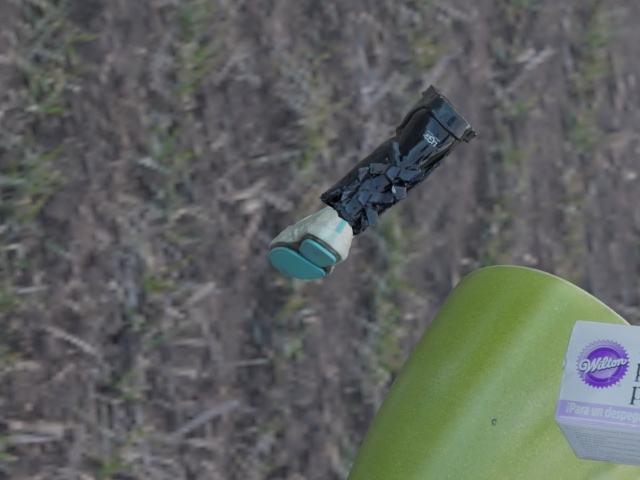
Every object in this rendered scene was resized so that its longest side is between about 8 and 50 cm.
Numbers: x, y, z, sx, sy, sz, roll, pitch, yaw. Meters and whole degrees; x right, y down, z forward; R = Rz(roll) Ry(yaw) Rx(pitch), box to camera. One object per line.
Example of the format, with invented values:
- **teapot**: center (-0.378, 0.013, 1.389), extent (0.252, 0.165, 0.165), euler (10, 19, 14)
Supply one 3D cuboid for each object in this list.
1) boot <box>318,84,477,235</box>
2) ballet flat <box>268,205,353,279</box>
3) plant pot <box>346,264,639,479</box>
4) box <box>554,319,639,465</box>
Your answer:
- **boot**: center (0.050, -0.049, 1.158), extent (0.045, 0.099, 0.121), euler (46, 7, -1)
- **ballet flat**: center (0.000, 0.000, 1.614), extent (0.057, 0.168, 0.052), euler (37, 75, -11)
- **plant pot**: center (0.147, 0.219, 1.690), extent (0.293, 0.275, 0.274), euler (-45, 115, -32)
- **box**: center (0.287, 0.095, 0.955), extent (0.067, 0.324, 0.063), euler (54, 47, -55)
